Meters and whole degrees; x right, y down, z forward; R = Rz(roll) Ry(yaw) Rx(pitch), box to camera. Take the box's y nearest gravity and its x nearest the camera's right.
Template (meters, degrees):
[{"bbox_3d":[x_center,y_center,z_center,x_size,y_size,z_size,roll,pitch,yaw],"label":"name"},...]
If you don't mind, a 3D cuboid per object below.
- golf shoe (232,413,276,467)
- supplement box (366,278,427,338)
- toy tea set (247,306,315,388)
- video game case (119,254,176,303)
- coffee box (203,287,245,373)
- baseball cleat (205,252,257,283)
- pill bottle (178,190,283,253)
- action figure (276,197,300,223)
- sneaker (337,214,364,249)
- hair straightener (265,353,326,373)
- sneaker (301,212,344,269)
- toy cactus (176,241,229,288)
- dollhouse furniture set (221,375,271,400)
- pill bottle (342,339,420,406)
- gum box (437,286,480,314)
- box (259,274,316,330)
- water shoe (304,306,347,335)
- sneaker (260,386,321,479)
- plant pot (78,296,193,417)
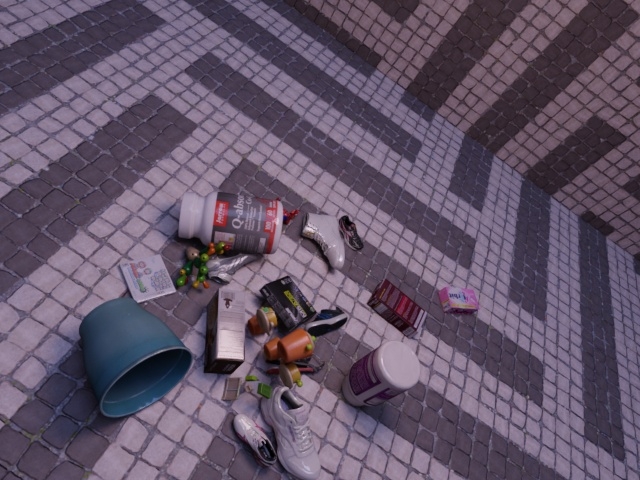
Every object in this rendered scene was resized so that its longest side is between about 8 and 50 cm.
[{"bbox_3d":[-0.198,0.610,1.453,0.186,0.086,0.067,48,49,10],"label":"golf shoe"},{"bbox_3d":[0.329,0.290,2.011,0.239,0.073,0.130,40,46,-1],"label":"supplement box"},{"bbox_3d":[-0.125,0.323,1.586,0.124,0.200,0.336,-17,44,-29],"label":"toy tea set"},{"bbox_3d":[-0.591,0.130,1.608,0.143,0.019,0.157,-15,67,-38],"label":"video game case"},{"bbox_3d":[-0.319,0.304,1.565,0.098,0.141,0.247,12,54,-24],"label":"coffee box"},{"bbox_3d":[-0.327,0.106,1.761,0.205,0.072,0.110,-10,71,-26],"label":"baseball cleat"},{"bbox_3d":[-0.334,-0.070,1.759,0.362,0.210,0.210,7,54,-12],"label":"pill bottle"},{"bbox_3d":[-0.198,-0.121,1.953,0.280,0.139,0.092,-7,63,-37],"label":"action figure"},{"bbox_3d":[0.138,-0.038,2.131,0.072,0.077,0.178,-30,77,-40],"label":"sneaker"},{"bbox_3d":[-0.086,0.427,1.674,0.230,0.047,0.089,4,55,-22],"label":"hair straightener"},{"bbox_3d":[0.000,0.000,2.009,0.169,0.108,0.293,9,44,-24],"label":"sneaker"},{"bbox_3d":[-0.428,0.074,1.673,0.112,0.219,0.180,42,-4,-41],"label":"toy cactus"},{"bbox_3d":[-0.238,0.483,1.518,0.059,0.151,0.076,51,36,-49],"label":"dollhouse furniture set"},{"bbox_3d":[0.199,0.477,1.639,0.169,0.301,0.169,16,52,-21],"label":"pill bottle"},{"bbox_3d":[0.659,0.286,2.219,0.188,0.062,0.107,8,55,-26],"label":"gum box"},{"bbox_3d":[-0.118,0.230,1.759,0.191,0.045,0.184,51,21,11],"label":"box"},{"bbox_3d":[0.010,0.312,1.819,0.203,0.073,0.080,-6,40,-39],"label":"water shoe"},{"bbox_3d":[-0.083,0.606,1.479,0.114,0.152,0.305,-17,69,-44],"label":"sneaker"},{"bbox_3d":[-0.554,0.314,1.351,0.271,0.272,0.255,-22,56,-40],"label":"plant pot"}]
